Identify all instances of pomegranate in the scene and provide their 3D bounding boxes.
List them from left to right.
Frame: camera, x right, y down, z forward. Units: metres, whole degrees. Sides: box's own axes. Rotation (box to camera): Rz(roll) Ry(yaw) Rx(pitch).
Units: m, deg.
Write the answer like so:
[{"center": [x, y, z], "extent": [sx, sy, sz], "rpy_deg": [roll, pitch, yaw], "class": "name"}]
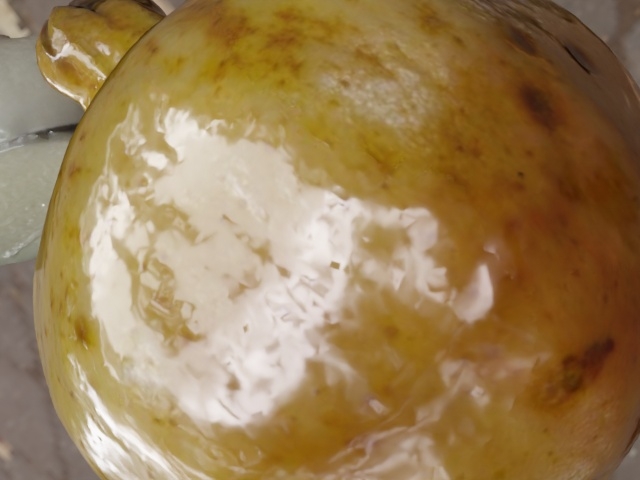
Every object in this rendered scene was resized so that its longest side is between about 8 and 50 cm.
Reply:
[{"center": [0.000, 0.000, 1.085], "extent": [0.410, 0.410, 0.410], "rpy_deg": [30, 146, 24], "class": "pomegranate"}]

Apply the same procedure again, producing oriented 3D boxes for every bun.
[{"center": [-0.203, -0.071, 1.250], "extent": [0.173, 0.173, 0.120], "rpy_deg": [116, 138, -57], "class": "bun"}]
